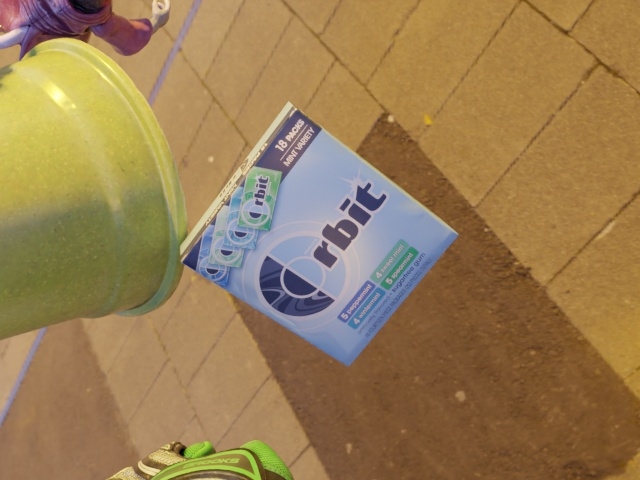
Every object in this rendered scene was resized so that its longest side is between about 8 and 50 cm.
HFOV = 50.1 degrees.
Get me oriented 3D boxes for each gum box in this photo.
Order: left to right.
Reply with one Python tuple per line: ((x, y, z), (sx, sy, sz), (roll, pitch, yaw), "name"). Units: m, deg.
((0.000, 0.000, 0.591), (0.157, 0.184, 0.041), (-52, 22, 9), "gum box")

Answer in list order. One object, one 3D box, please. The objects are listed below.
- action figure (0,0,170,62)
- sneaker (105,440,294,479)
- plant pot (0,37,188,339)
((-0.366, -0.334, 0.927), (0.276, 0.248, 0.370), (-49, 30, -23), "action figure")
((-0.134, 0.233, 0.515), (0.343, 0.146, 0.134), (-23, 104, 44), "sneaker")
((-0.299, -0.014, 0.576), (0.276, 0.254, 0.276), (18, 121, 34), "plant pot")
